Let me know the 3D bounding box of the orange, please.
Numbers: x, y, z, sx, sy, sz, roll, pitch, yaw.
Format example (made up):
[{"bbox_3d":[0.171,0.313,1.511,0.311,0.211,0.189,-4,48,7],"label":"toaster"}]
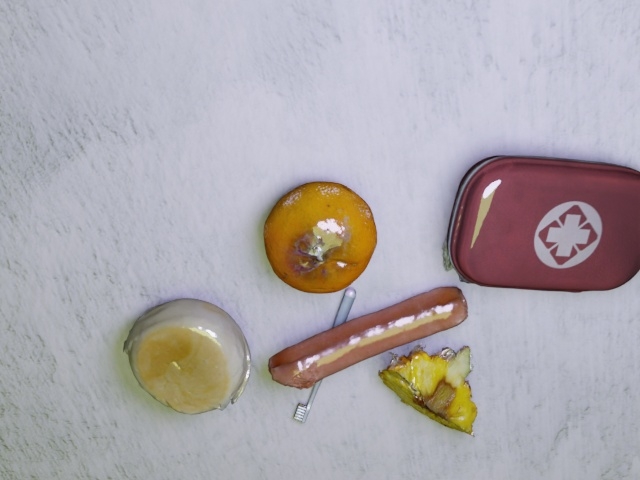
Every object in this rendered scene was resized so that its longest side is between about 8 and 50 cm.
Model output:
[{"bbox_3d":[0.000,0.000,1.747,0.224,0.170,0.224,2,114,4],"label":"orange"}]

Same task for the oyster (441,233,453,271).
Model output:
[{"bbox_3d":[0.299,-0.017,1.790,0.177,0.064,0.125,-33,123,6],"label":"oyster"}]

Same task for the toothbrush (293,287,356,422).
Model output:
[{"bbox_3d":[0.010,0.245,1.935,0.030,0.025,0.342,19,114,-6],"label":"toothbrush"}]

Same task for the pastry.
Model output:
[{"bbox_3d":[-0.268,0.236,1.882,0.265,0.133,0.265,1,115,3],"label":"pastry"}]

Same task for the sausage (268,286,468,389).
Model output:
[{"bbox_3d":[0.096,0.195,1.846,0.419,0.094,0.094,-22,94,0],"label":"sausage"}]

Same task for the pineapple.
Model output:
[{"bbox_3d":[0.225,0.276,1.911,0.250,0.140,0.164,33,70,-28],"label":"pineapple"}]

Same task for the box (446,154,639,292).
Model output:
[{"bbox_3d":[0.434,-0.028,1.710,0.404,0.108,0.263,3,113,-14],"label":"box"}]
